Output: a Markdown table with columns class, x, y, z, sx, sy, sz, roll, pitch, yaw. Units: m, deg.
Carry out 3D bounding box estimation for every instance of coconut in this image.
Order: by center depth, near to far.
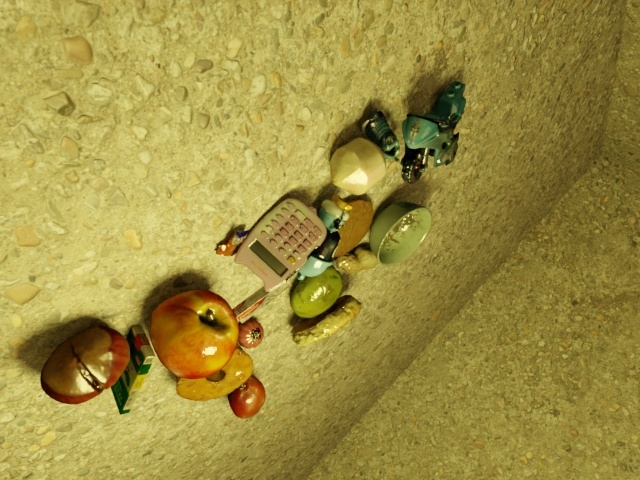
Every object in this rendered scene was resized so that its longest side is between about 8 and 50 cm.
| class | x | y | z | sx | sy | sz | roll | pitch | yaw |
| --- | --- | --- | --- | --- | --- | --- | --- | --- | --- |
| coconut | 0.108 | -0.222 | 1.263 | 0.183 | 0.171 | 0.170 | -37 | 144 | -18 |

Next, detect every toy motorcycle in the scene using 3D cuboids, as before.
| class | x | y | z | sx | sy | sz | roll | pitch | yaw |
| --- | --- | --- | --- | --- | --- | --- | --- | --- | --- |
| toy motorcycle | 0.388 | -0.384 | 1.359 | 0.416 | 0.172 | 0.232 | -51 | 149 | -21 |

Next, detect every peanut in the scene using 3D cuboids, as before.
| class | x | y | z | sx | sy | sz | roll | pitch | yaw |
| --- | --- | --- | --- | --- | --- | --- | --- | --- | --- |
| peanut | 0.155 | 0.081 | 1.670 | 0.228 | 0.086 | 0.104 | -14 | 108 | -36 |

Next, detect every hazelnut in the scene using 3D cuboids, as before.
| class | x | y | z | sx | sy | sz | roll | pitch | yaw |
| --- | --- | --- | --- | --- | --- | --- | --- | --- | --- |
| hazelnut | -0.606 | 0.333 | 1.063 | 0.212 | 0.181 | 0.180 | -38 | 125 | -29 |

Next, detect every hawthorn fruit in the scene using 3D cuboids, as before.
| class | x | y | z | sx | sy | sz | roll | pitch | yaw |
| --- | --- | --- | --- | --- | --- | --- | --- | --- | --- |
| hawthorn fruit | -0.306 | 0.639 | 1.672 | 0.169 | 0.169 | 0.188 | -26 | 148 | -26 |

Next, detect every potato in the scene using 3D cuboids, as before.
| class | x | y | z | sx | sy | sz | roll | pitch | yaw |
| --- | --- | --- | --- | --- | --- | --- | --- | --- | --- |
| potato | -0.015 | 0.200 | 1.549 | 0.186 | 0.149 | 0.253 | -29 | 150 | -51 |

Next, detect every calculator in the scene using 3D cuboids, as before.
| class | x | y | z | sx | sy | sz | roll | pitch | yaw |
| --- | --- | --- | --- | --- | --- | --- | --- | --- | --- |
| calculator | -0.117 | 0.006 | 1.263 | 0.294 | 0.194 | 0.043 | -46 | -175 | 2 |

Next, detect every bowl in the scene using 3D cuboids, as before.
| class | x | y | z | sx | sy | sz | roll | pitch | yaw |
| --- | --- | --- | --- | --- | --- | --- | --- | --- | --- |
| bowl | 0.297 | -0.049 | 1.634 | 0.289 | 0.146 | 0.289 | -27 | 142 | -23 |

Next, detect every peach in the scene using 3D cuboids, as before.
| class | x | y | z | sx | sy | sz | roll | pitch | yaw |
| --- | --- | --- | --- | --- | --- | --- | --- | --- | --- |
| peach | -0.378 | 0.279 | 1.196 | 0.238 | 0.281 | 0.280 | -74 | 171 | -47 |

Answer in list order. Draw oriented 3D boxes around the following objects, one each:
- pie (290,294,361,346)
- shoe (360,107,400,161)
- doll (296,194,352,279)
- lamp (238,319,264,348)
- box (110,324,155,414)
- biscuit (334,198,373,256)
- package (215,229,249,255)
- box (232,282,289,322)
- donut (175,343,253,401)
| class | x | y | z | sx | sy | sz | roll | pitch | yaw |
| --- | --- | --- | --- | --- | --- | --- | --- | --- | --- |
| pie | 0.024 | 0.322 | 1.645 | 0.340 | 0.083 | 0.339 | -29 | 179 | 0 |
| shoe | 0.204 | -0.333 | 1.296 | 0.091 | 0.106 | 0.207 | -46 | 142 | -1 |
| doll | 0.000 | 0.000 | 1.356 | 0.141 | 0.177 | 0.314 | 24 | 105 | -28 |
| lamp | -0.260 | 0.347 | 1.498 | 0.108 | 0.092 | 0.107 | 2 | 88 | -46 |
| box | -0.561 | 0.381 | 1.193 | 0.034 | 0.132 | 0.235 | 9 | 119 | -47 |
| biscuit | 0.095 | -0.049 | 1.521 | 0.262 | 0.037 | 0.261 | -26 | 140 | -25 |
| package | -0.263 | 0.006 | 1.217 | 0.110 | 0.033 | 0.077 | -46 | 171 | 24 |
| box | -0.213 | 0.209 | 1.457 | 0.218 | 0.039 | 0.055 | -36 | 145 | -14 |
| donut | -0.384 | 0.450 | 1.439 | 0.278 | 0.108 | 0.277 | -20 | 138 | -19 |
